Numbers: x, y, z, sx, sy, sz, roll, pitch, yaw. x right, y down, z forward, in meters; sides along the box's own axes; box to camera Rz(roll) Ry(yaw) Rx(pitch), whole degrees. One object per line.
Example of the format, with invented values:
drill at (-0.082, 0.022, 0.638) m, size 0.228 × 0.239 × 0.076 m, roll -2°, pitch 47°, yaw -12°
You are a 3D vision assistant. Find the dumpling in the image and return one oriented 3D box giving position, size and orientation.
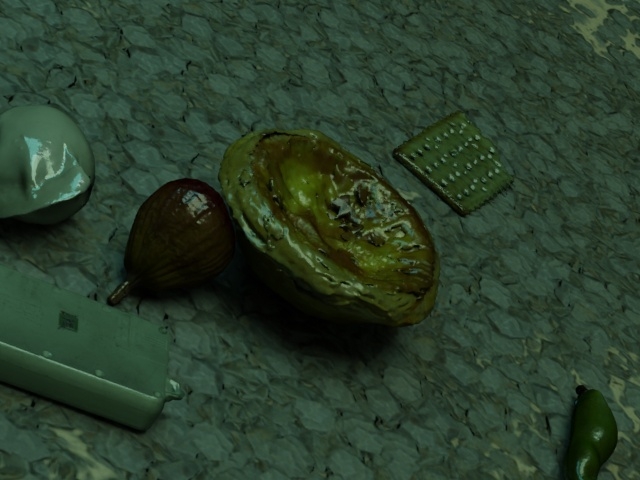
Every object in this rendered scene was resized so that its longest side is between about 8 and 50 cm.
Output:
dumpling at (-0.306, -0.080, 1.686) m, size 0.150 × 0.092 × 0.176 m, roll -2°, pitch 52°, yaw -24°

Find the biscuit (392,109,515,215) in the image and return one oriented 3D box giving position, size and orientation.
biscuit at (0.191, -0.105, 2.211) m, size 0.144 × 0.016 × 0.203 m, roll 43°, pitch 35°, yaw 12°

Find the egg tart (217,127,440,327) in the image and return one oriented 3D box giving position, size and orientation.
egg tart at (0.000, 0.000, 1.805) m, size 0.290 × 0.115 × 0.290 m, roll 29°, pitch 30°, yaw -19°

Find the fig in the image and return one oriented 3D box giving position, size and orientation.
fig at (-0.165, 0.003, 1.705) m, size 0.153 × 0.119 × 0.119 m, roll -27°, pitch 57°, yaw -5°

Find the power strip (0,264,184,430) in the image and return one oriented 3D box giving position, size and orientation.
power strip at (-0.258, 0.092, 1.542) m, size 0.270 × 0.046 × 0.118 m, roll 22°, pitch 33°, yaw -17°

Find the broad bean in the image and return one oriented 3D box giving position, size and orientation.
broad bean at (0.310, 0.233, 1.861) m, size 0.070 × 0.048 × 0.214 m, roll 26°, pitch 35°, yaw -13°
